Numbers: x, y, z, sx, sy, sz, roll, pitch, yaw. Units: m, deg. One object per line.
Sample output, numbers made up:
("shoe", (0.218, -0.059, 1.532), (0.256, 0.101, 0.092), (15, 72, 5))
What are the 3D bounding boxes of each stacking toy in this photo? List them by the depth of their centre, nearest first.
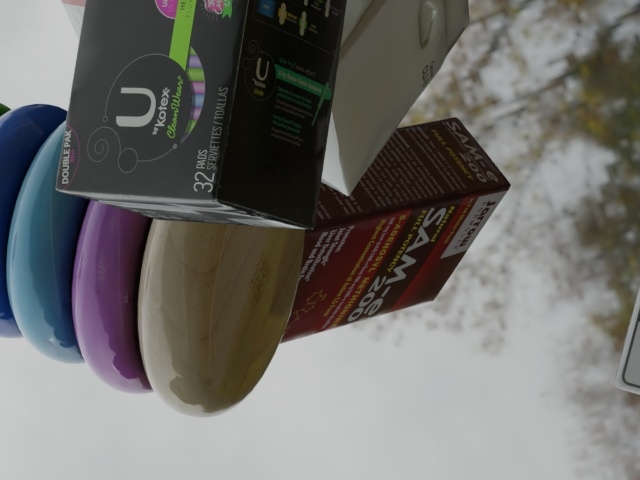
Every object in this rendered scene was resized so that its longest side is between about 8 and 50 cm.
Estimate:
("stacking toy", (-0.181, -0.015, 0.931), (0.141, 0.330, 0.141), (11, -90, -72))

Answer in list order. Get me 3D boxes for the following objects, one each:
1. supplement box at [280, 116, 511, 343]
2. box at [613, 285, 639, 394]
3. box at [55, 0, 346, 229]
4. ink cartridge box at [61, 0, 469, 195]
("supplement box", (0.000, 0.000, 1.274), (0.239, 0.130, 0.073), (-14, -123, -40))
("box", (0.369, 0.008, 1.603), (0.087, 0.169, 0.290), (10, -84, -67))
("box", (-0.034, -0.049, 0.565), (0.052, 0.062, 0.083), (16, -100, -56))
("ink cartridge box", (-0.029, -0.133, 0.976), (0.127, 0.176, 0.128), (-56, -20, -19))
